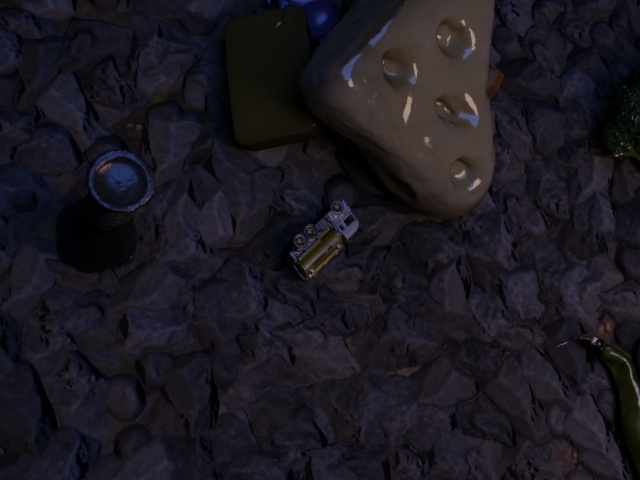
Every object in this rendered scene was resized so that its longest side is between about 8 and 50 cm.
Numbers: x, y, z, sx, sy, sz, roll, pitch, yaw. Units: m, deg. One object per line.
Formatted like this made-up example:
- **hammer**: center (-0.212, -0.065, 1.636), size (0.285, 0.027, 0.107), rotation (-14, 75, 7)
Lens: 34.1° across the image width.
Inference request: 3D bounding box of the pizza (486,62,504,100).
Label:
- **pizza**: center (0.185, -0.277, 1.622), size (0.185, 0.052, 0.195), rotation (-36, 87, -28)

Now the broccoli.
- **broccoli**: center (0.593, -0.187, 1.644), size (0.294, 0.265, 0.245), rotation (-16, 115, 14)

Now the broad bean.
- **broad bean**: center (0.465, 0.276, 1.542), size (0.098, 0.056, 0.318), rotation (-27, 78, -18)

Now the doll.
- **doll**: center (-0.033, -0.375, 1.567), size (0.110, 0.067, 0.206), rotation (-27, 75, 2)

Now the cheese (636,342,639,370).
- **cheese**: center (0.627, 0.179, 1.585), size (0.248, 0.251, 0.174), rotation (25, 46, -49)

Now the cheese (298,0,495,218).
- **cheese**: center (0.167, -0.235, 1.482), size (0.351, 0.129, 0.328), rotation (40, 74, -33)

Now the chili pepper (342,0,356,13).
- **chili pepper**: center (0.068, -0.299, 1.580), size (0.122, 0.065, 0.279), rotation (-5, 68, 0)

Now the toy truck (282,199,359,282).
- **toy truck**: center (0.000, 0.000, 1.467), size (0.123, 0.052, 0.063), rotation (-43, 94, -24)

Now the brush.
- **brush**: center (-0.067, -0.229, 1.488), size (0.123, 0.059, 0.197), rotation (-9, 73, 9)

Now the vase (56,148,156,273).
- **vase**: center (-0.263, -0.039, 1.284), size (0.115, 0.237, 0.116), rotation (6, 72, -17)
